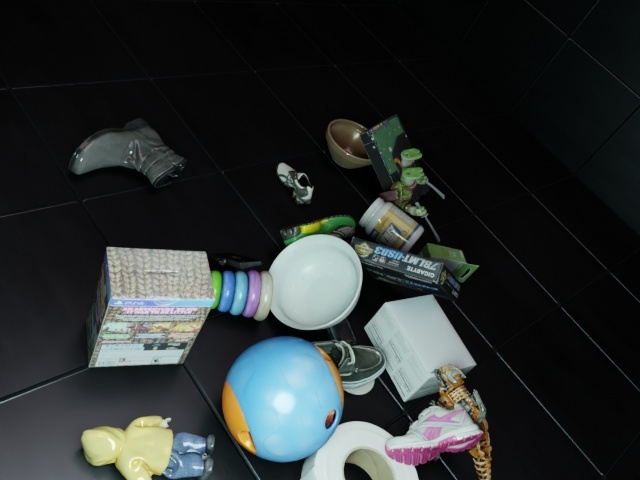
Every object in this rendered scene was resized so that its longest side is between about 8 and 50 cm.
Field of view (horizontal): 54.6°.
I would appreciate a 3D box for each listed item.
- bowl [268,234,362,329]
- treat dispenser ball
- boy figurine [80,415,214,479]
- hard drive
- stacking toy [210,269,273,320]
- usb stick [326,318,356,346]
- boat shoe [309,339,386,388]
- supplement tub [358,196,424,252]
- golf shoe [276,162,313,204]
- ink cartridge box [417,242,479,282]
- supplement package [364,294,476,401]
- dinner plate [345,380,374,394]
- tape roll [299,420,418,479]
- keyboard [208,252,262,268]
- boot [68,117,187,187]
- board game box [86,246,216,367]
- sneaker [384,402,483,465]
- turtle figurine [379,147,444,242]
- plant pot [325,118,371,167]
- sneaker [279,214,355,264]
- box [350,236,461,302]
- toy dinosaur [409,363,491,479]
[{"bbox_3d":[-0.001,0.141,1.819,0.134,0.297,0.298,52,13,-55],"label":"bowl"},{"bbox_3d":[-0.087,0.371,1.467,0.288,0.288,0.288,17,43,-17],"label":"treat dispenser ball"},{"bbox_3d":[-0.376,0.465,1.347,0.285,0.092,0.177,13,45,-20],"label":"boy figurine"},{"bbox_3d":[0.294,-0.301,2.422,0.237,0.064,0.339,-39,108,-48],"label":"hard drive"},{"bbox_3d":[-0.303,0.131,1.704,0.330,0.141,0.141,10,45,-16],"label":"stacking toy"},{"bbox_3d":[0.031,0.210,1.888,0.077,0.045,0.278,-6,53,-25],"label":"usb stick"},{"bbox_3d":[0.045,0.335,1.697,0.335,0.119,0.121,-2,52,-27],"label":"boat shoe"},{"bbox_3d":[0.250,-0.045,2.199,0.199,0.144,0.144,38,41,8],"label":"supplement tub"},{"bbox_3d":[-0.083,-0.221,2.203,0.077,0.094,0.198,-16,58,-40],"label":"golf shoe"},{"bbox_3d":[0.448,0.083,2.224,0.209,0.109,0.062,11,46,-23],"label":"ink cartridge box"},{"bbox_3d":[0.298,0.318,1.872,0.204,0.145,0.262,-5,54,-35],"label":"supplement package"},{"bbox_3d":[0.096,0.377,1.787,0.141,0.017,0.141,17,45,-18],"label":"dinner plate"},{"bbox_3d":[0.097,0.592,1.512,0.286,0.100,0.286,17,44,-17],"label":"tape roll"},{"bbox_3d":[-0.258,0.059,1.790,0.108,0.023,0.180,-3,8,-39],"label":"keyboard"},{"bbox_3d":[-0.576,-0.243,1.906,0.222,0.118,0.338,43,46,4],"label":"boot"},{"bbox_3d":[-0.409,0.164,1.468,0.232,0.291,0.141,4,48,-30],"label":"board game box"},{"bbox_3d":[0.273,0.481,1.557,0.252,0.103,0.111,-8,48,-16],"label":"sneaker"},{"bbox_3d":[0.358,-0.186,2.221,0.274,0.266,0.198,27,61,22],"label":"turtle figurine"},{"bbox_3d":[0.115,-0.362,2.452,0.237,0.110,0.237,18,42,-17],"label":"plant pot"},{"bbox_3d":[0.000,0.000,2.040,0.343,0.134,0.146,-18,97,-49],"label":"sneaker"},{"bbox_3d":[0.263,0.094,1.912,0.295,0.073,0.293,16,-9,26],"label":"box"},{"bbox_3d":[0.367,0.501,1.659,0.164,0.218,0.322,12,61,-33],"label":"toy dinosaur"}]
